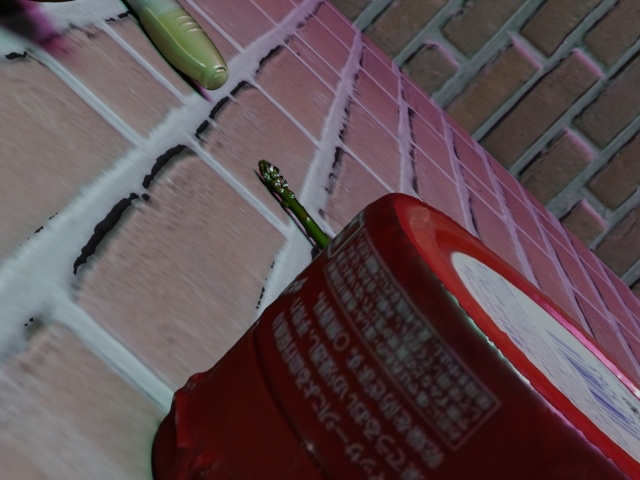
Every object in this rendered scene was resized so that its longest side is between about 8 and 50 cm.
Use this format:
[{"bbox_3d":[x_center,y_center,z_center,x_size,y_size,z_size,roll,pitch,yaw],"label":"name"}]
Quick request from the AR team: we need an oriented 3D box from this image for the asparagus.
[{"bbox_3d":[0.000,0.000,0.939,0.166,0.013,0.016,53,3,37],"label":"asparagus"}]

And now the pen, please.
[{"bbox_3d":[-0.139,-0.189,1.102,0.040,0.032,0.233,-4,43,-44],"label":"pen"}]

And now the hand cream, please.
[{"bbox_3d":[0.049,0.086,0.507,0.193,0.125,0.193,40,13,-12],"label":"hand cream"}]

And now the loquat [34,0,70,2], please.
[{"bbox_3d":[-0.159,-0.199,0.790,0.141,0.141,0.141,42,11,-10],"label":"loquat"}]
